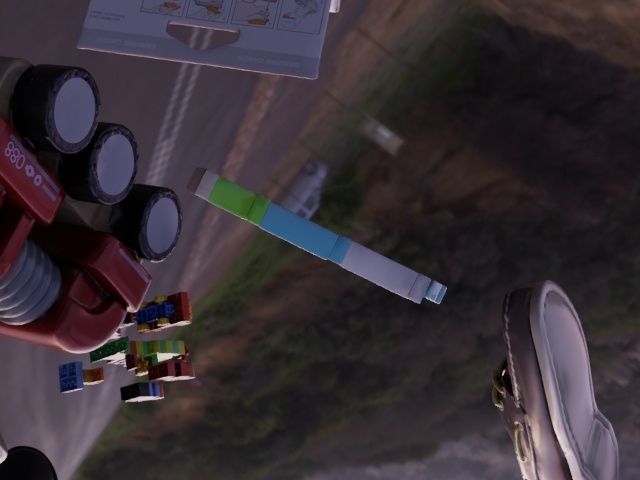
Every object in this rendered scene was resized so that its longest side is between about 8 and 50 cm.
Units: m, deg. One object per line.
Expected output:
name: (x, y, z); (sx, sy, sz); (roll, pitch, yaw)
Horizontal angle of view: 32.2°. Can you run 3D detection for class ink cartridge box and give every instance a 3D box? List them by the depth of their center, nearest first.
ink cartridge box: (-0.122, -0.317, 1.351); (0.066, 0.296, 0.261); (81, 19, -72)

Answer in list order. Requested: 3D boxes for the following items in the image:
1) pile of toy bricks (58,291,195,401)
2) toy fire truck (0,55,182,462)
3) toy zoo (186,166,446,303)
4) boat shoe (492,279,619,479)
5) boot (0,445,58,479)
pile of toy bricks: (-0.197, 0.123, 1.238); (0.212, 0.118, 0.105); (-17, 164, 37)
toy fire truck: (-0.202, 0.027, 0.742); (0.246, 0.158, 0.217); (-68, 153, -25)
toy zoo: (0.000, 0.000, 1.164); (0.030, 0.293, 0.192); (-64, -169, 0)
boat shoe: (0.228, 0.168, 1.130); (0.096, 0.324, 0.117); (0, -134, 30)
boot: (-0.363, 0.334, 1.280); (0.207, 0.094, 0.247); (107, -12, -62)
